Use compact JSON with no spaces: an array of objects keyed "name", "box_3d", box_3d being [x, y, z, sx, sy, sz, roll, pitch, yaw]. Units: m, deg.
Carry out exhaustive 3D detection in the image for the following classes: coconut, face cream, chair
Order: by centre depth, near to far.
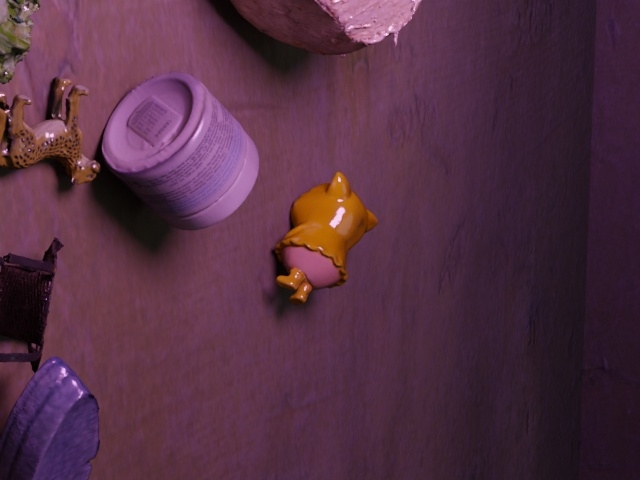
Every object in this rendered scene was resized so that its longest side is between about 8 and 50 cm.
[{"name":"chair","box_3d":[-0.375,0.078,1.374,0.213,0.149,0.174,10,89,-61]},{"name":"face cream","box_3d":[-0.196,-0.125,1.551,0.153,0.177,0.177,49,58,-48]},{"name":"coconut","box_3d":[0.025,-0.482,1.651,0.346,0.346,0.360,44,64,-52]}]

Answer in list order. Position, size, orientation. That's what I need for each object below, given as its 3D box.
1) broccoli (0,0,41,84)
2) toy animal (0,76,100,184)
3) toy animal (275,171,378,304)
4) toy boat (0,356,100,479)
[{"name":"broccoli","box_3d":[-0.402,-0.252,1.137,0.294,0.245,0.265,-49,125,-7]},{"name":"toy animal","box_3d":[-0.360,-0.127,1.403,0.181,0.073,0.136,-25,126,-55]},{"name":"toy animal","box_3d":[0.002,0.003,1.928,0.230,0.156,0.156,-60,143,-22]},{"name":"toy boat","box_3d":[-0.356,0.271,1.430,0.127,0.078,0.283,-22,141,-50]}]
